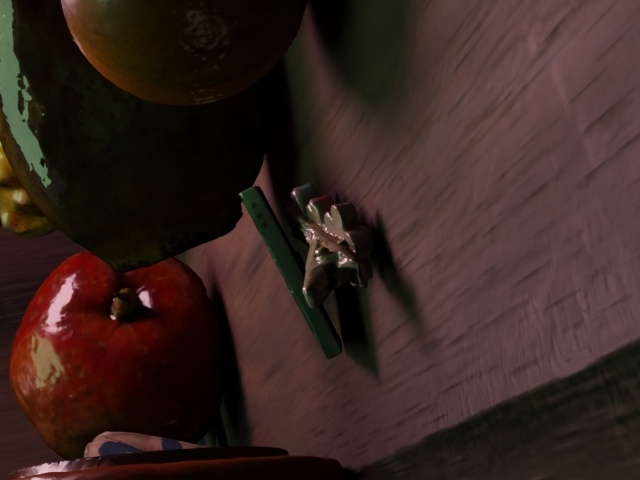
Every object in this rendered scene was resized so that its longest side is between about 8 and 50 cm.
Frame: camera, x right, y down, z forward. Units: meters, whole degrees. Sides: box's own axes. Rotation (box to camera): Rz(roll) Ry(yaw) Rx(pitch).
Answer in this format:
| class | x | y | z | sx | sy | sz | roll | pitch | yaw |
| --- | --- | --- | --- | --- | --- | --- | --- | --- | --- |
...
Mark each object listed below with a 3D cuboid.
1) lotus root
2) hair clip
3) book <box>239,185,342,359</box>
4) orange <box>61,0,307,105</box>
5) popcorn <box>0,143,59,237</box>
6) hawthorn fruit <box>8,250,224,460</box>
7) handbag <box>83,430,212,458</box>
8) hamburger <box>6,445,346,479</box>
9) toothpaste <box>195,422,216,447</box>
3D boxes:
| class | x | y | z | sx | sy | sz | roll | pitch | yaw |
| --- | --- | --- | --- | --- | --- | --- | --- | --- | --- |
| lotus root | -0.160 | -0.151 | 1.486 | 0.250 | 0.250 | 0.346 | 171 | 87 | -79 |
| hair clip | 0.006 | -0.003 | 1.239 | 0.214 | 0.056 | 0.062 | -107 | -6 | -74 |
| book | -0.020 | 0.021 | 1.326 | 0.135 | 0.017 | 0.103 | 62 | -179 | -1 |
| orange | -0.086 | -0.208 | 1.206 | 0.240 | 0.171 | 0.240 | -178 | 90 | -87 |
| popcorn | -0.315 | -0.158 | 2.229 | 0.326 | 0.321 | 0.290 | -28 | -75 | -65 |
| hawthorn fruit | -0.223 | 0.129 | 2.036 | 0.258 | 0.258 | 0.262 | -119 | 41 | -60 |
| handbag | -0.150 | 0.333 | 1.870 | 0.190 | 0.193 | 0.251 | -90 | 0 | -52 |
| hamburger | -0.121 | 0.297 | 1.420 | 0.330 | 0.330 | 0.250 | 128 | 138 | -75 |
| toothpaste | -0.147 | 0.230 | 2.226 | 0.096 | 0.061 | 0.266 | 94 | 169 | -54 |
